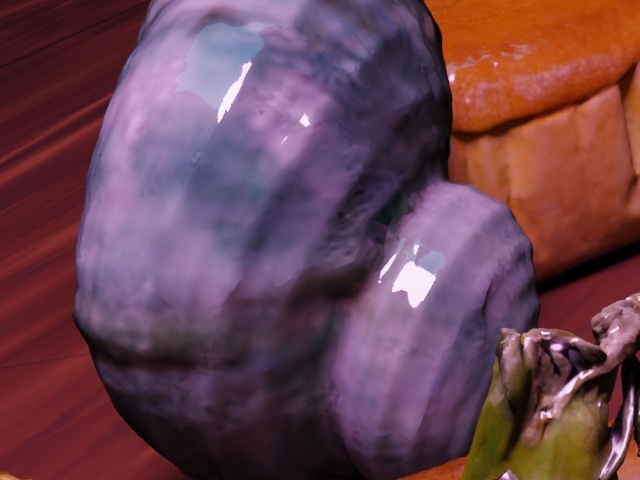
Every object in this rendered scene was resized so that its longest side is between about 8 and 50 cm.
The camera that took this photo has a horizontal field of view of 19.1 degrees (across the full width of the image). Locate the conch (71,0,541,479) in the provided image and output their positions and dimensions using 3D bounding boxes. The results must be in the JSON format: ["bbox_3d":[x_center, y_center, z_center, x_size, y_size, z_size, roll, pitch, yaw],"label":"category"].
[{"bbox_3d":[0.000,0.000,0.769,0.220,0.195,0.277,-23,59,-42],"label":"conch"}]

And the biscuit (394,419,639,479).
[{"bbox_3d":[0.046,0.091,0.601,0.226,0.042,0.226,-15,-8,-2],"label":"biscuit"}]

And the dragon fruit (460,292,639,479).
[{"bbox_3d":[0.026,0.122,0.438,0.135,0.236,0.137,20,-7,4],"label":"dragon fruit"}]

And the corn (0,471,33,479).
[{"bbox_3d":[-0.194,0.159,0.506,0.144,0.144,0.387,-2,4,32],"label":"corn"}]

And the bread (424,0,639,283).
[{"bbox_3d":[0.068,-0.066,0.968,0.288,0.156,0.204,-17,22,-8],"label":"bread"}]
